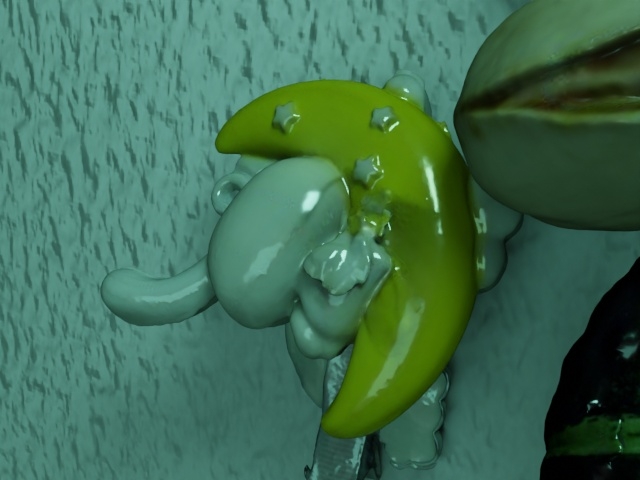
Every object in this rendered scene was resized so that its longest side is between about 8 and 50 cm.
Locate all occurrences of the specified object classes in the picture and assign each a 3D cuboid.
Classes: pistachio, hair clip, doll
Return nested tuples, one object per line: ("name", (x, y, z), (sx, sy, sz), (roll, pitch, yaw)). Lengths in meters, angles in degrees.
("pistachio", (0.152, -0.072, 0.453), (0.215, 0.143, 0.144), (-14, 96, 64))
("hair clip", (0.031, 0.087, 0.664), (0.140, 0.054, 0.220), (13, 104, 29))
("doll", (0.000, 0.000, 0.597), (0.237, 0.111, 0.252), (35, 92, 21))

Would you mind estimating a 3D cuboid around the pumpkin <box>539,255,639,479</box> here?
("pumpkin", (0.274, 0.120, 0.457), (0.295, 0.296, 0.296), (7, 104, 26))
